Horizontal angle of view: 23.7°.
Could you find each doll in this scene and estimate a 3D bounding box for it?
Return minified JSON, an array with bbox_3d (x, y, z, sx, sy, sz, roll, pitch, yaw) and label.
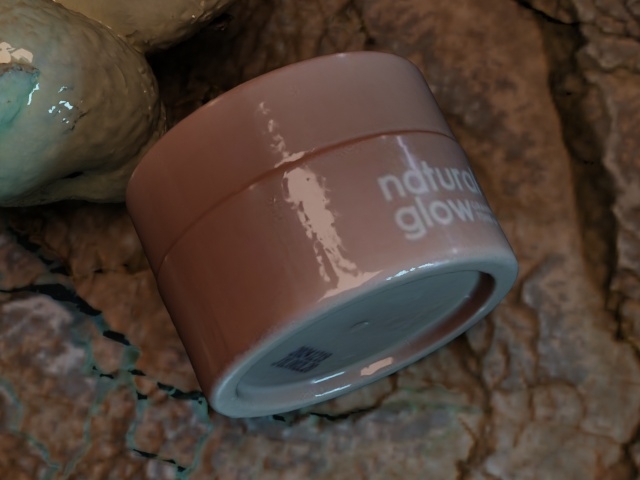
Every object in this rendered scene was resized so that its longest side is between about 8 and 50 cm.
[{"bbox_3d":[-0.107,-0.125,0.761,0.149,0.175,0.278,41,67,-21],"label":"doll"}]

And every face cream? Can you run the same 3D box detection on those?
[{"bbox_3d":[0.000,0.000,0.675,0.149,0.149,0.104,-24,71,-2],"label":"face cream"}]
